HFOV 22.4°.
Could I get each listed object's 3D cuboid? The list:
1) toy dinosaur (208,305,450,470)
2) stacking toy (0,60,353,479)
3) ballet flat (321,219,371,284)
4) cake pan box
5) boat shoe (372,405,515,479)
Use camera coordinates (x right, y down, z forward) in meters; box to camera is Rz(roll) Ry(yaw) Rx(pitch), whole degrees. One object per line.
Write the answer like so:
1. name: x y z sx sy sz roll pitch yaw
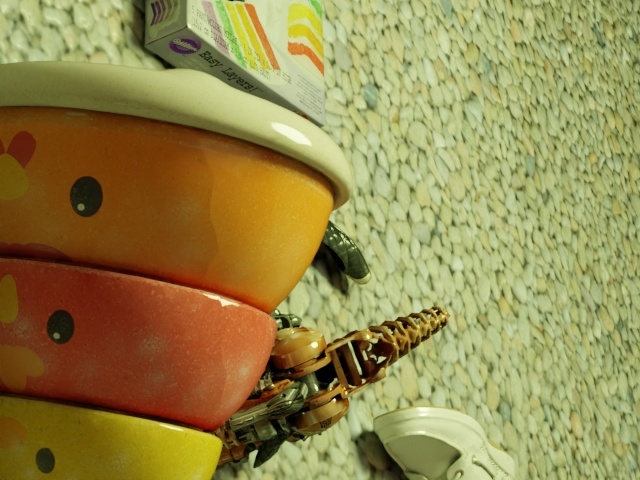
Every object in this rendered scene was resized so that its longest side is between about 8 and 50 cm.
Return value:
1. toy dinosaur: -0.033 0.141 1.502 0.321 0.218 0.164 0 89 -16
2. stacking toy: -0.171 0.122 1.276 0.350 0.350 0.480 23 70 -53
3. ballet flat: 0.000 0.000 1.830 0.049 0.057 0.173 -51 127 -8
4. cake pan box: -0.094 -0.272 1.786 0.267 0.070 0.246 33 46 -47
5. boat shoe: 0.154 0.269 1.874 0.277 0.098 0.096 35 45 -48
